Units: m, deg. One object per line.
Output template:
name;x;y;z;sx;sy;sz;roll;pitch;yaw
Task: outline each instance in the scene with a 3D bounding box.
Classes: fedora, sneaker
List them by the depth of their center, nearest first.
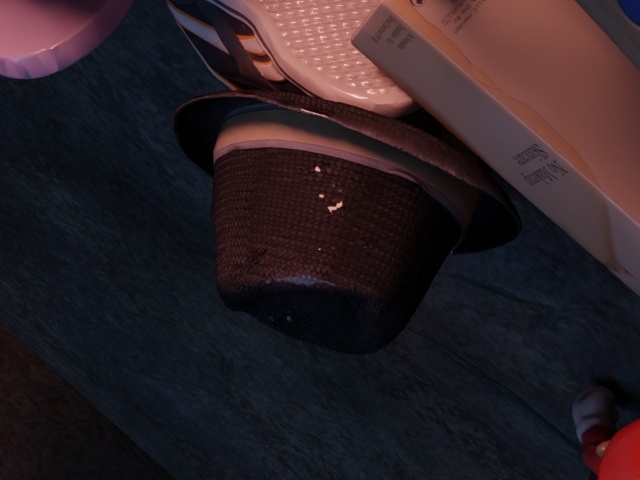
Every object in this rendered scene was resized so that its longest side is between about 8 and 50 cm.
fedora;0.000;0.000;1.654;0.334;0.152;0.334;19;165;5
sneaker;-0.013;-0.173;1.682;0.321;0.126;0.127;40;157;34

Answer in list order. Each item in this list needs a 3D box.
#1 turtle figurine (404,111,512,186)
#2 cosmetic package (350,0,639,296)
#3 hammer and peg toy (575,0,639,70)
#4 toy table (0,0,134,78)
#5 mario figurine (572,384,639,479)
turtle figurine;0.085;-0.083;1.743;0.269;0.087;0.217;25;166;-38
cosmetic package;0.181;-0.100;1.483;0.309;0.113;0.160;42;171;-1
hammer and peg toy;0.281;-0.127;1.268;0.361;0.127;0.266;45;159;-13
toy table;-0.250;-0.288;1.700;0.274;0.252;0.161;-104;-6;-47
mario figurine;0.346;0.215;1.915;0.198;0.170;0.320;1;165;2
